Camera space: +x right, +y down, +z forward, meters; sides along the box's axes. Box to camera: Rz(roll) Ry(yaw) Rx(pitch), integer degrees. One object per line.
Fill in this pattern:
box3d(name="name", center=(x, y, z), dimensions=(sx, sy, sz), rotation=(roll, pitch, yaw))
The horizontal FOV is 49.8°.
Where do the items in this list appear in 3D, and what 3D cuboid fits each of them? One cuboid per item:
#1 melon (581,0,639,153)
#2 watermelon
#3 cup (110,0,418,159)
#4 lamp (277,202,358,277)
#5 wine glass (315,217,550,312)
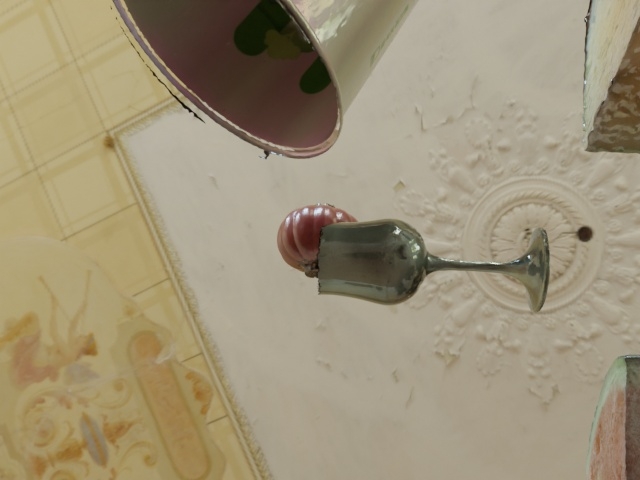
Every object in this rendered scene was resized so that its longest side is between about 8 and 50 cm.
box3d(name="melon", center=(0.163, -0.125, 0.356), dimensions=(0.054, 0.182, 0.098), rotation=(2, -56, 15))
box3d(name="watermelon", center=(0.395, 0.284, 0.837), dimensions=(0.292, 0.283, 0.250), rotation=(-21, -116, -30))
box3d(name="cup", center=(-0.016, -0.253, 0.623), dimensions=(0.253, 0.253, 0.274), rotation=(34, -110, 10))
box3d(name="lamp", center=(0.000, 0.000, 0.847), dimensions=(0.107, 0.107, 0.092), rotation=(-2, -118, 11))
box3d(name="wine glass", center=(0.095, 0.021, 0.609), dimensions=(0.195, 0.079, 0.079), rotation=(3, -90, 4))
